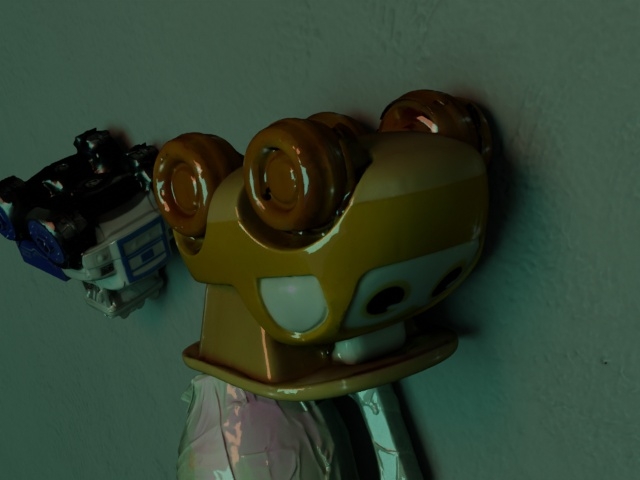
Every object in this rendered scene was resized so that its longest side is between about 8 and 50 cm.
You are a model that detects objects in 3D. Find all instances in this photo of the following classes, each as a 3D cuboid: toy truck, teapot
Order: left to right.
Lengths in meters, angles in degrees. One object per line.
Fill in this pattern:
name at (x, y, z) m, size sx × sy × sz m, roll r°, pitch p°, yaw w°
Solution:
toy truck at (-0.245, -0.005, 1.265) m, size 0.213 × 0.161 × 0.177 m, roll 20°, pitch 133°, yaw 44°
teapot at (-0.036, 0.185, 1.052) m, size 0.221 × 0.163 × 0.178 m, roll -15°, pitch 81°, yaw 49°
toy truck at (0.000, 0.000, 0.932) m, size 0.288 × 0.204 × 0.212 m, roll 0°, pitch 102°, yaw 48°
